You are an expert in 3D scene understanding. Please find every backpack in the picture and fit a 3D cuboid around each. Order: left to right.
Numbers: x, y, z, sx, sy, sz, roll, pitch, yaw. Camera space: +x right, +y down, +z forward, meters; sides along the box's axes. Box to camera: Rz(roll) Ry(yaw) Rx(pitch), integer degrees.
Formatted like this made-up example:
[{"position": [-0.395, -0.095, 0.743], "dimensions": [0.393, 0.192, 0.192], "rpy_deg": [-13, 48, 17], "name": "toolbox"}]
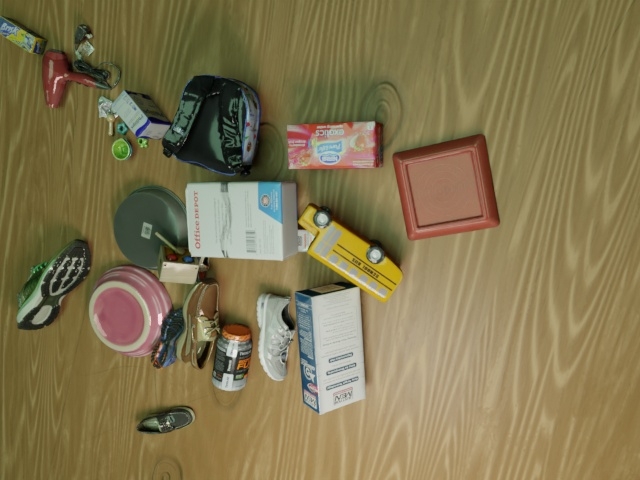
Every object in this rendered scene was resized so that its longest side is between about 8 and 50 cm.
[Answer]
[{"position": [-0.291, -0.344, 1.508], "dimensions": [0.276, 0.213, 0.264], "rpy_deg": [16, 112, 8], "name": "backpack"}]

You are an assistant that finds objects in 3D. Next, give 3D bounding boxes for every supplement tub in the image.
[{"position": [-0.284, 0.377, 1.673], "dimensions": [0.116, 0.117, 0.191], "rpy_deg": [14, 104, 15], "name": "supplement tub"}]

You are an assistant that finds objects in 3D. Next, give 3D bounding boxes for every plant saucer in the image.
[{"position": [-0.676, 0.254, 1.794], "dimensions": [0.331, 0.084, 0.332], "rpy_deg": [3, 101, 17], "name": "plant saucer"}, {"position": [0.343, -0.141, 1.427], "dimensions": [0.258, 0.047, 0.259], "rpy_deg": [-10, 95, 19], "name": "plant saucer"}]

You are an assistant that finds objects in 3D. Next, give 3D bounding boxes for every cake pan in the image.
[{"position": [-0.571, -0.036, 1.728], "dimensions": [0.293, 0.054, 0.293], "rpy_deg": [3, 100, 17], "name": "cake pan"}]

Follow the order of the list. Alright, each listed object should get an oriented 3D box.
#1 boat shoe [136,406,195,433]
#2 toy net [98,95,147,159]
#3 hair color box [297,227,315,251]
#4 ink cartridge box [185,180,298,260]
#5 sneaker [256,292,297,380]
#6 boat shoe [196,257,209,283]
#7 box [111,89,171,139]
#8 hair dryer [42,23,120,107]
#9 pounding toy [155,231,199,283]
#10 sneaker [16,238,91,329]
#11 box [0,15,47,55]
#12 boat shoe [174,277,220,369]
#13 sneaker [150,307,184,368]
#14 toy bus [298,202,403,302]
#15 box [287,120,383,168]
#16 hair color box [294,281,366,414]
[{"position": [-0.550, 0.647, 1.823], "dimensions": [0.223, 0.073, 0.080], "rpy_deg": [-15, 94, 19], "name": "boat shoe"}, {"position": [-0.670, -0.385, 1.706], "dimensions": [0.122, 0.045, 0.232], "rpy_deg": [-31, 89, 20], "name": "toy net"}, {"position": [0.000, 0.000, 1.559], "dimensions": [0.141, 0.043, 0.072], "rpy_deg": [2, 100, 16], "name": "hair color box"}, {"position": [-0.231, -0.065, 1.538], "dimensions": [0.307, 0.129, 0.223], "rpy_deg": [2, 99, 19], "name": "ink cartridge box"}, {"position": [-0.129, 0.305, 1.617], "dimensions": [0.115, 0.105, 0.282], "rpy_deg": [-5, 97, 18], "name": "sneaker"}, {"position": [-0.386, 0.077, 1.693], "dimensions": [0.043, 0.049, 0.137], "rpy_deg": [9, 97, 14], "name": "boat shoe"}, {"position": [-0.561, -0.394, 1.627], "dimensions": [0.072, 0.126, 0.137], "rpy_deg": [-41, 86, 17], "name": "box"}, {"position": [-0.826, -0.547, 1.710], "dimensions": [0.293, 0.080, 0.224], "rpy_deg": [-34, 88, 20], "name": "hair dryer"}, {"position": [-0.461, 0.055, 1.632], "dimensions": [0.130, 0.141, 0.100], "rpy_deg": [8, 116, -25], "name": "pounding toy"}, {"position": [-0.988, 0.129, 1.852], "dimensions": [0.410, 0.158, 0.182], "rpy_deg": [-49, 66, 14], "name": "sneaker"}, {"position": [-1.023, -0.700, 1.760], "dimensions": [0.168, 0.054, 0.059], "rpy_deg": [32, 107, 11], "name": "box"}, {"position": [-0.376, 0.277, 1.675], "dimensions": [0.119, 0.122, 0.324], "rpy_deg": [31, 117, 30], "name": "boat shoe"}, {"position": [-0.499, 0.329, 1.756], "dimensions": [0.083, 0.087, 0.221], "rpy_deg": [27, 89, 23], "name": "sneaker"}, {"position": [0.078, 0.028, 1.469], "dimensions": [0.332, 0.108, 0.130], "rpy_deg": [33, 100, -4], "name": "toy bus"}, {"position": [0.044, -0.267, 1.459], "dimensions": [0.256, 0.122, 0.128], "rpy_deg": [2, 101, 17], "name": "box"}, {"position": [0.030, 0.310, 1.522], "dimensions": [0.105, 0.173, 0.348], "rpy_deg": [8, 104, 58], "name": "hair color box"}]
